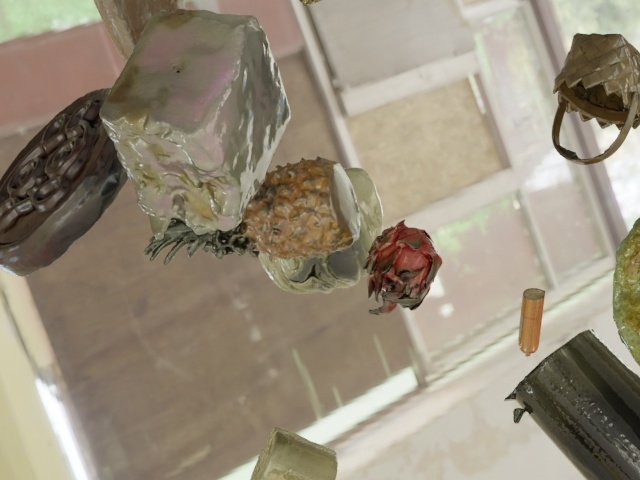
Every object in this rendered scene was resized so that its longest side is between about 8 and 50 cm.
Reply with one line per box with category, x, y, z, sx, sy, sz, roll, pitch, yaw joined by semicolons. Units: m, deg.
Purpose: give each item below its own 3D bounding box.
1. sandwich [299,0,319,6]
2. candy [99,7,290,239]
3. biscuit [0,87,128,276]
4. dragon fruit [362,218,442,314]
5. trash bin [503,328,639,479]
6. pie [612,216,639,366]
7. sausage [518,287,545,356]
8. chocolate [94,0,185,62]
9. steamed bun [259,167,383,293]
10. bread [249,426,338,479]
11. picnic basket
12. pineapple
sandwich;-0.025;-0.457;1.603;0.065;0.215;0.186;-35;178;-37
candy;-0.126;-0.126;1.219;0.137;0.185;0.195;9;-125;19
biscuit;-0.487;-0.121;2.149;0.407;0.091;0.407;-33;-147;26
dragon fruit;0.121;0.040;1.749;0.121;0.142;0.130;-8;159;38
trash bin;0.512;0.322;2.058;0.252;0.301;0.203;-42;162;0
pie;0.597;0.082;1.803;0.296;0.371;0.078;17;-170;35
sausage;0.282;0.113;1.550;0.031;0.107;0.031;-1;-145;1
chocolate;-0.292;-0.390;1.713;0.080;0.254;0.157;12;-128;25
steamed bun;0.000;0.000;2.498;0.275;0.320;0.206;7;-146;-14
bread;-0.052;0.453;2.248;0.148;0.141;0.134;-78;-167;-66
picnic basket;0.391;-0.193;1.633;0.137;0.178;0.128;29;171;-37
pineapple;-0.116;-0.029;1.834;0.340;0.169;0.169;-12;-174;16
